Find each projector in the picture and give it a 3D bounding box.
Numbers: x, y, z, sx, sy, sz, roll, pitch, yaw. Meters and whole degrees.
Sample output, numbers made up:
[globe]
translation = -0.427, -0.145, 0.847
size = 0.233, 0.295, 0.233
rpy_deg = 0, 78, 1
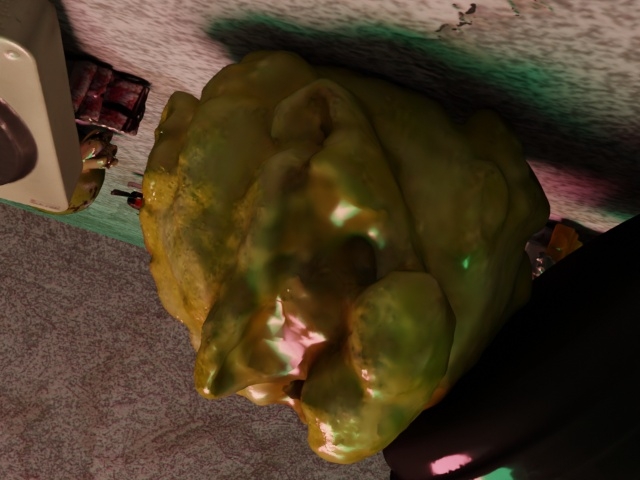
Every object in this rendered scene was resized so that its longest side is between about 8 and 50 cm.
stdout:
[projector]
translation = -0.319, -0.116, 0.720
size = 0.257, 0.079, 0.259
rpy_deg = 15, 156, -2

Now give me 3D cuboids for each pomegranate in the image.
[pomegranate]
translation = -0.292, -0.090, 1.112
size = 0.142, 0.114, 0.114
rpy_deg = -18, 153, 34

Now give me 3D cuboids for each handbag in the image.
[handbag]
translation = 0.172, 0.085, 0.650
size = 0.093, 0.308, 0.254
rpy_deg = 53, 141, 0

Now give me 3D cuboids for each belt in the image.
[belt]
translation = -0.261, -0.141, 0.809
size = 0.232, 0.053, 0.071
rpy_deg = 16, 169, 4

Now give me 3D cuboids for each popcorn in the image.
[popcorn]
translation = 0.000, 0.000, 0.626
size = 0.250, 0.234, 0.242
rpy_deg = 27, -164, 23

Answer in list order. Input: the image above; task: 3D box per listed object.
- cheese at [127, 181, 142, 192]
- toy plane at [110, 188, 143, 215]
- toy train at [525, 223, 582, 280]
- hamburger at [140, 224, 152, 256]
[cheese]
translation = -0.181, -0.051, 1.368
size = 0.192, 0.037, 0.097
rpy_deg = 16, 172, -1
[toy plane]
translation = -0.261, -0.054, 1.541
size = 0.145, 0.037, 0.060
rpy_deg = 18, 164, 21
[toy train]
translation = 0.236, 0.047, 0.925
size = 0.127, 0.089, 0.219
rpy_deg = 21, 175, 16
[hamburger]
translation = -0.066, 0.008, 1.162
size = 0.283, 0.144, 0.259
rpy_deg = 8, 168, 20
